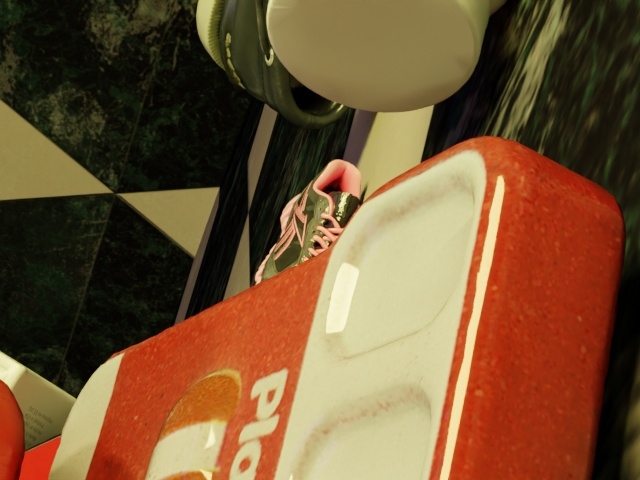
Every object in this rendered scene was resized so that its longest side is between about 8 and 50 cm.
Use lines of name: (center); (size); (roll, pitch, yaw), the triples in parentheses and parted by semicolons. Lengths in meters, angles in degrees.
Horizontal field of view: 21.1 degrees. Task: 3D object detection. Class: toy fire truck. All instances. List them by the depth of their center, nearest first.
toy fire truck: (-0.041, 0.139, 0.407); (0.254, 0.169, 0.302); (-30, 38, 52)

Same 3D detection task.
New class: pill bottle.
pill bottle: (0.034, -0.143, 0.688); (0.108, 0.108, 0.180); (115, 171, -52)

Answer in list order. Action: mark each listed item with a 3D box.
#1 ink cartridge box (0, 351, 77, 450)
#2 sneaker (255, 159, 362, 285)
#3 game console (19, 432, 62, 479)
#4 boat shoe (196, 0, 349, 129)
ink cartridge box: (-0.207, 0.198, 0.903); (0.272, 0.130, 0.309); (-59, -25, -11)
sneaker: (0.000, 0.000, 0.921); (0.057, 0.047, 0.119); (-53, 18, 37)
game console: (-0.191, 0.276, 0.808); (0.342, 0.060, 0.387); (-28, -41, -56)
boat shoe: (0.030, -0.205, 0.932); (0.340, 0.127, 0.113); (-60, 41, 30)
